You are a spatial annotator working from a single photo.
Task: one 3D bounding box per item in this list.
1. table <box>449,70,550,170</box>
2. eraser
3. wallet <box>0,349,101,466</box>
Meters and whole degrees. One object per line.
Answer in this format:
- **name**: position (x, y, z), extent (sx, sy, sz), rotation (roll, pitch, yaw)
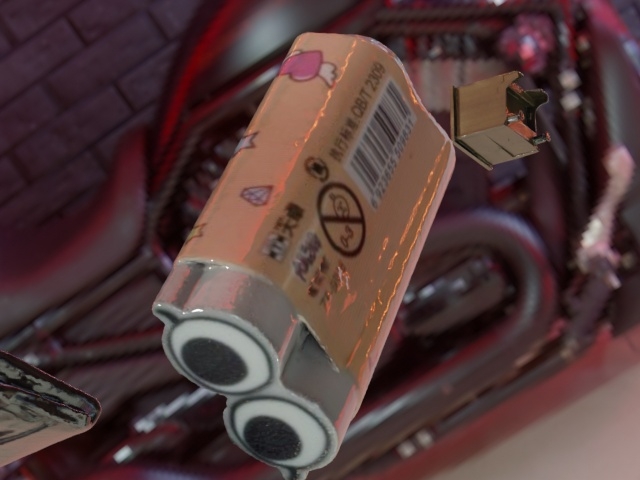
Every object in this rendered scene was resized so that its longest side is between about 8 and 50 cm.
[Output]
- **table**: position (0.197, -0.132, 1.932), extent (0.082, 0.083, 0.070), rotation (-16, 61, 31)
- **eraser**: position (0.000, 0.000, 1.210), extent (0.087, 0.171, 0.290), rotation (-16, 33, 35)
- **wallet**: position (-0.321, 0.148, 1.513), extent (0.229, 0.182, 0.049), rotation (-26, 46, 43)
